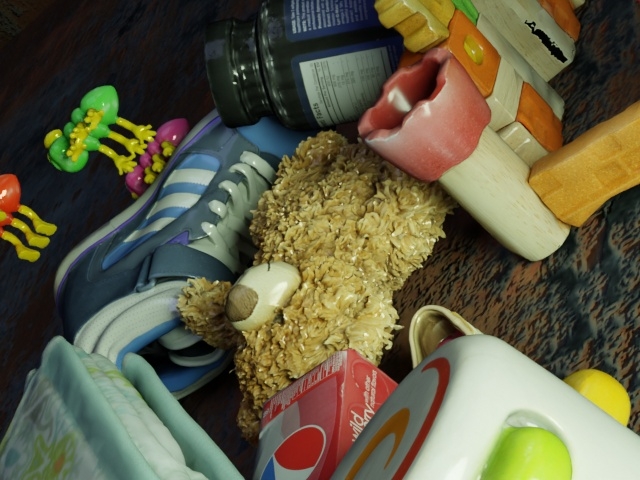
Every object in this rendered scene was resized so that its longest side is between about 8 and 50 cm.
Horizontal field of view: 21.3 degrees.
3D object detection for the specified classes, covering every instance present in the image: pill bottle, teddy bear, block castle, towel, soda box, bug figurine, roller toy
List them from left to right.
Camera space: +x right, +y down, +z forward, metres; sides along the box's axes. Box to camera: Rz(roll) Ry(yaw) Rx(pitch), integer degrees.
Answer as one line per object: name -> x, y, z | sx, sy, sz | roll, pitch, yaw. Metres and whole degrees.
towel -> -0.165, 0.250, 1.057 | 0.320, 0.090, 0.374 | -64, 23, 5
bug figurine -> -0.214, -0.038, 1.578 | 0.216, 0.279, 0.072 | -51, 58, 12
teddy bear -> 0.000, 0.000, 1.303 | 0.245, 0.113, 0.338 | -6, 39, 40
soda box -> 0.011, 0.186, 1.019 | 0.083, 0.092, 0.263 | -38, 24, 27
pill bottle -> 0.018, -0.160, 1.447 | 0.219, 0.123, 0.123 | -10, 32, 10
roller toy -> 0.080, 0.158, 0.849 | 0.191, 0.146, 0.209 | -53, 6, 18
block castle -> 0.193, -0.231, 1.239 | 0.303, 0.213, 0.453 | -32, 27, 34

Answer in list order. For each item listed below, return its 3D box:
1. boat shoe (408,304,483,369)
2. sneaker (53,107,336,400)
boat shoe -> 0.086, 0.095, 1.084 | 0.063, 0.059, 0.170 | -43, 22, 10
sneaker -> -0.082, 0.016, 1.477 | 0.323, 0.130, 0.236 | -40, 34, 0
